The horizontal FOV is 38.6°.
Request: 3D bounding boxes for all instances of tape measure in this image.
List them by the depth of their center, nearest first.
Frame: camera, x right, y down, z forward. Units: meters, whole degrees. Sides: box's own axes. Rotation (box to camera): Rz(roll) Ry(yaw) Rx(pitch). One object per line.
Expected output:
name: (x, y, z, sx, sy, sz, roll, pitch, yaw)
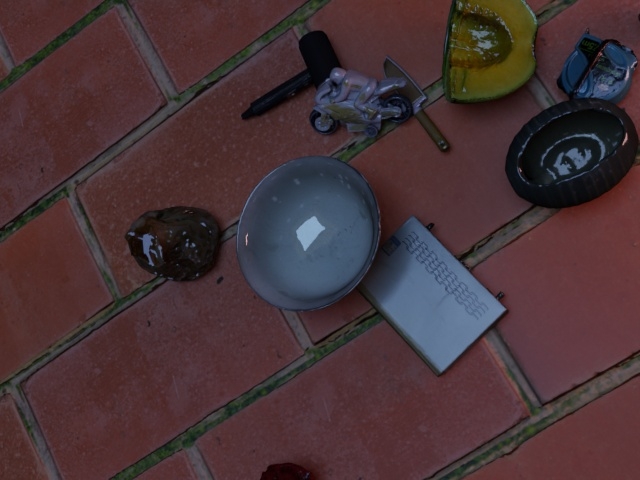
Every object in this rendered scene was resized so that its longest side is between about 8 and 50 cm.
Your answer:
tape measure: (0.526, -0.315, 1.731, 0.125, 0.081, 0.146, 33, 93, 25)

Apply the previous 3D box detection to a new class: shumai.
shumai: (-0.328, -0.002, 1.938, 0.206, 0.175, 0.166, -6, 79, 16)

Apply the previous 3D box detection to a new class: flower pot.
flower pot: (0.462, -0.160, 1.686, 0.243, 0.157, 0.189, -25, 75, 17)

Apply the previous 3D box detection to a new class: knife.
knife: (0.198, -0.284, 1.876, 0.046, 0.022, 0.256, -39, 66, 16)

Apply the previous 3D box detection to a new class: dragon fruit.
dragon fruit: (-0.070, 0.502, 1.815, 0.106, 0.083, 0.162, 28, 100, 34)

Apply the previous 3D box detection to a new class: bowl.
bowl: (0.000, 0.000, 1.829, 0.313, 0.146, 0.313, -7, 74, 24)

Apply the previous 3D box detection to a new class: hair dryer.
hair dryer: (-0.075, -0.341, 1.968, 0.255, 0.070, 0.128, -26, 73, 19)

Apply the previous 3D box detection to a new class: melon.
melon: (0.332, -0.374, 1.799, 0.169, 0.129, 0.265, 7, 79, -1)

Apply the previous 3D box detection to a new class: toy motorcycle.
toy motorcycle: (0.072, -0.290, 1.869, 0.229, 0.151, 0.074, -6, 34, 23)

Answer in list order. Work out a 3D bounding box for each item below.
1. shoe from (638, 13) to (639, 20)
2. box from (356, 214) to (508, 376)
shoe: (0.651, -0.408, 1.710, 0.069, 0.072, 0.109, -32, 72, -28)
box: (0.214, 0.104, 1.793, 0.211, 0.045, 0.270, -47, 69, 7)
